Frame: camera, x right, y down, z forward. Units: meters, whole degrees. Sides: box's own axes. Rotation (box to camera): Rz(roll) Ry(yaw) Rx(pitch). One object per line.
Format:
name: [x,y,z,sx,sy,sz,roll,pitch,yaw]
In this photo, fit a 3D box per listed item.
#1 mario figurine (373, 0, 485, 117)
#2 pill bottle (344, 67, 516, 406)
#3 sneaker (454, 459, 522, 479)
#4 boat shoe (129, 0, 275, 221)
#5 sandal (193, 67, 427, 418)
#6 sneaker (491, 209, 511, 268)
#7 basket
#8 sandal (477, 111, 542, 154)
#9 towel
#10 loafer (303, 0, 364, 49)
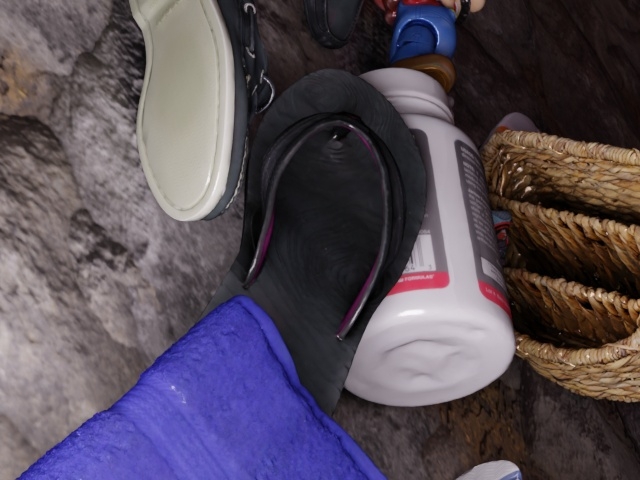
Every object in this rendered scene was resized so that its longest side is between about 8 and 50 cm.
mario figurine: [0.153,-0.264,1.743,0.170,0.198,0.320,32,42,-25]
pill bottle: [0.083,-0.012,1.397,0.176,0.176,0.318,35,38,-42]
sneaker: [0.187,0.362,1.293,0.182,0.127,0.315,50,28,-19]
boat shoe: [-0.096,-0.151,1.267,0.113,0.127,0.340,22,39,-40]
sandal: [0.002,0.002,1.187,0.168,0.107,0.445,22,49,-5]
sneaker: [0.158,0.013,1.561,0.104,0.125,0.262,-10,75,-62]
basket: [0.284,0.032,1.572,0.213,0.299,0.223,-54,128,-14]
sandal: [0.208,-0.056,1.783,0.102,0.076,0.265,46,52,-23]
towel: [-0.087,0.205,0.946,0.227,0.076,0.308,54,46,-5]
loafer: [0.032,-0.332,1.638,0.076,0.078,0.223,16,78,-45]
